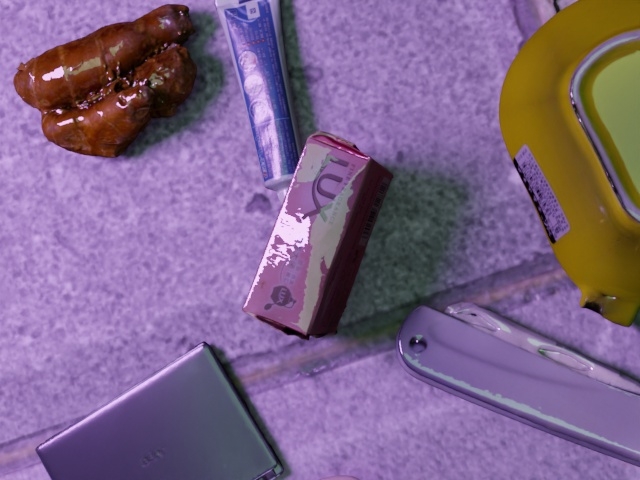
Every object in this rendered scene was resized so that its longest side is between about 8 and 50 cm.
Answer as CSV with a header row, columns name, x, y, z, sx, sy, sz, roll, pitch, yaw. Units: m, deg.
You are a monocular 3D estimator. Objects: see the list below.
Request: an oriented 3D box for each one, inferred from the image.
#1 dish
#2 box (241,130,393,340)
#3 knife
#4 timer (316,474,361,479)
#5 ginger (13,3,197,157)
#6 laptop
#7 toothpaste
name,x,y,z,sx,sy,sz,roll,pitch,yaw
dish,0.251,-0.075,0.969,0.221,0.108,0.262,-15,85,11
box,0.000,0.000,1.013,0.060,0.111,0.156,19,90,12
knife,0.185,0.116,1.008,0.266,0.040,0.073,23,81,11
timer,0.031,0.336,0.991,0.175,0.175,0.266,-33,99,8
ginger,-0.170,-0.127,1.068,0.162,0.073,0.103,-25,84,8
laptop,-0.136,0.183,1.079,0.180,0.016,0.129,-32,82,7
toothpaste,-0.042,-0.116,1.064,0.057,0.035,0.197,-12,82,4
